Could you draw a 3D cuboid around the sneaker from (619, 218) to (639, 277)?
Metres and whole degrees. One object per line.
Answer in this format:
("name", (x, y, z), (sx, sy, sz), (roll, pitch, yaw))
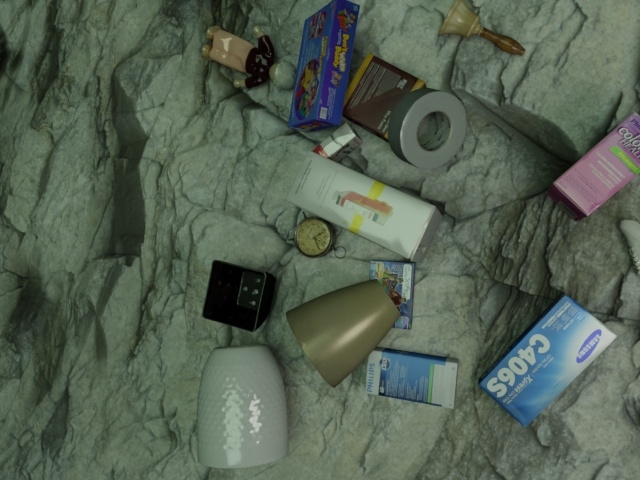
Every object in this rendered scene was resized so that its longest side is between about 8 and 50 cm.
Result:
("sneaker", (0.850, 0.048, 1.355), (0.095, 0.090, 0.235), (-41, 75, 23))

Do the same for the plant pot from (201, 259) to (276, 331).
("plant pot", (-0.239, 0.169, 1.671), (0.188, 0.167, 0.187), (13, 93, 19))

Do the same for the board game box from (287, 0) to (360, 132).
("board game box", (0.003, -0.515, 1.578), (0.078, 0.233, 0.347), (9, 92, -25))

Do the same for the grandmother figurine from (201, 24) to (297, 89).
("grandmother figurine", (-0.224, -0.599, 1.726), (0.342, 0.104, 0.207), (30, 126, 14))

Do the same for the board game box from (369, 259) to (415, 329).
("board game box", (0.214, 0.163, 1.588), (0.136, 0.035, 0.201), (4, 90, 19))

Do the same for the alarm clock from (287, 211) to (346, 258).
("alarm clock", (0.000, 0.000, 1.649), (0.192, 0.064, 0.129), (32, 98, 19))

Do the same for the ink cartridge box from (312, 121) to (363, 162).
("ink cartridge box", (0.055, -0.292, 1.618), (0.135, 0.099, 0.056), (-38, 78, 15))

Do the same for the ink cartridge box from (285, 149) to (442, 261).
("ink cartridge box", (0.137, -0.092, 1.494), (0.385, 0.279, 0.160), (27, 96, 17))

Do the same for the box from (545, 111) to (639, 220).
("box", (0.719, -0.176, 1.333), (0.243, 0.213, 0.117), (-45, 76, 12))

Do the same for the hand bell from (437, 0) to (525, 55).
("hand bell", (0.474, -0.594, 1.500), (0.242, 0.126, 0.126), (29, 98, 4))

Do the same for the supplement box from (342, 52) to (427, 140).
("supplement box", (0.189, -0.413, 1.560), (0.194, 0.129, 0.191), (33, 99, 17))

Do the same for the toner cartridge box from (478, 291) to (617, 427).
("toner cartridge box", (0.612, 0.324, 1.430), (0.165, 0.075, 0.348), (42, 101, 14))

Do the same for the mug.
("mug", (-0.273, 0.497, 1.645), (0.374, 0.276, 0.328), (-12, 78, 48))

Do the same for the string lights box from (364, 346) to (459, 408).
("string lights box", (0.269, 0.400, 1.543), (0.260, 0.077, 0.133), (6, 90, 19))

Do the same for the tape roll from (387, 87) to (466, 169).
("tape roll", (0.303, -0.315, 1.478), (0.219, 0.219, 0.072), (-60, 31, 8))

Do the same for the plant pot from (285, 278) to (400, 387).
("plant pot", (0.084, 0.239, 1.505), (0.274, 0.256, 0.256), (-33, 79, 1))
